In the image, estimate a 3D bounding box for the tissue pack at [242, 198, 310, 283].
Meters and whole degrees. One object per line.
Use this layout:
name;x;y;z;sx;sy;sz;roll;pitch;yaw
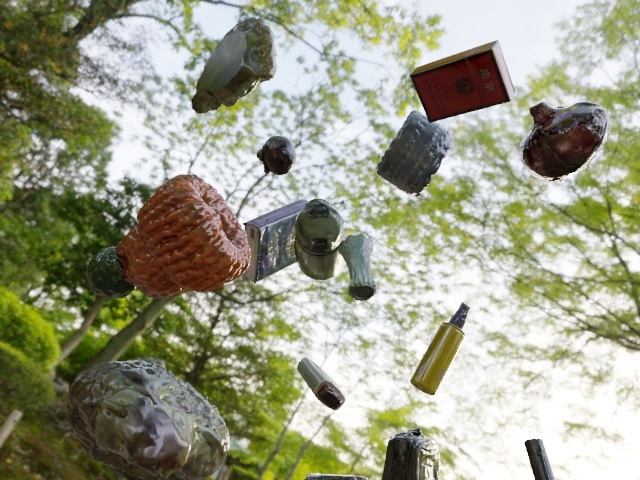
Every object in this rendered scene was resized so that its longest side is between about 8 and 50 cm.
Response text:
tissue pack;-0.167;-0.007;2.323;0.122;0.361;0.260;27;-58;30

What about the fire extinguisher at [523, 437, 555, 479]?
fire extinguisher;0.481;0.507;1.232;0.045;0.157;0.078;-12;-40;11

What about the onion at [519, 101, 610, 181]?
onion;0.644;-0.279;1.546;0.219;0.252;0.252;50;-29;-7

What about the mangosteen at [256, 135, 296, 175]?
mangosteen;-0.164;-0.313;2.133;0.152;0.153;0.152;23;-26;12

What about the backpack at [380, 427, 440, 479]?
backpack;0.233;0.573;1.422;0.133;0.207;0.258;-1;-18;32

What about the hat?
hat;-0.388;0.039;1.367;0.285;0.400;0.285;57;3;-5

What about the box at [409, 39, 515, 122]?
box;0.378;-0.420;1.531;0.239;0.074;0.153;-8;-62;38

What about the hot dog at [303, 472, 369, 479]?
hot dog;0.045;0.763;1.746;0.226;0.099;0.160;-13;-26;41

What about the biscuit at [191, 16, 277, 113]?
biscuit;-0.256;-0.474;1.618;0.078;0.329;0.335;27;-62;-40

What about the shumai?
shumai;-0.315;0.335;1.097;0.346;0.217;0.283;34;-33;-7

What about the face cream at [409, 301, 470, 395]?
face cream;0.343;0.291;1.580;0.078;0.273;0.078;30;-17;10

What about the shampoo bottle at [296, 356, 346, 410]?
shampoo bottle;0.013;0.433;1.674;0.153;0.071;0.284;46;-8;-7

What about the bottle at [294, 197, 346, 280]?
bottle;0.000;-0.002;1.707;0.168;0.169;0.347;24;-18;10

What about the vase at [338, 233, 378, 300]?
vase;0.084;0.061;1.228;0.081;0.149;0.081;-2;-51;-3

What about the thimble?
thimble;0.291;-0.262;1.751;0.172;0.236;0.205;32;-16;0
